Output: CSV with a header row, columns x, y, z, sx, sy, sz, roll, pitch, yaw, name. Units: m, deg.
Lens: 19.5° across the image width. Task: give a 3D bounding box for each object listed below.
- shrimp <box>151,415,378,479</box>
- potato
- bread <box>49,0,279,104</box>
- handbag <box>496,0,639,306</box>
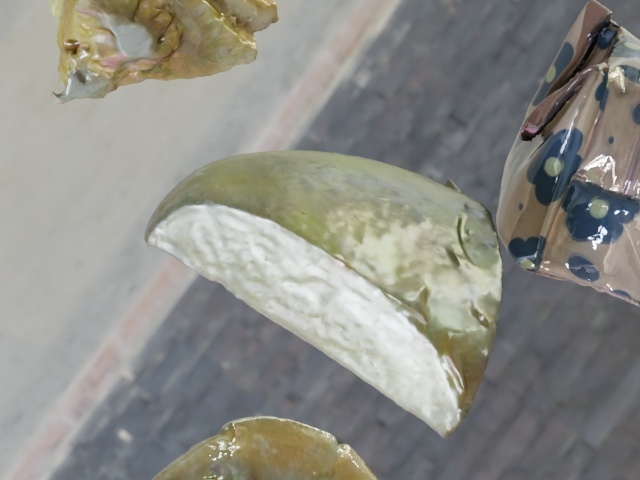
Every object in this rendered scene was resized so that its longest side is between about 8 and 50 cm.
x,y,z,sx,sy,sz,roll,pitch,yaw,name
-0.077,0.209,0.897,0.296,0.169,0.058,-44,-153,-21,shrimp
0.000,0.000,1.434,0.269,0.255,0.112,-98,-150,-57,potato
-0.096,-0.169,0.970,0.127,0.147,0.152,-13,141,-8,bread
0.263,-0.083,1.616,0.251,0.190,0.193,-74,-177,-62,handbag
